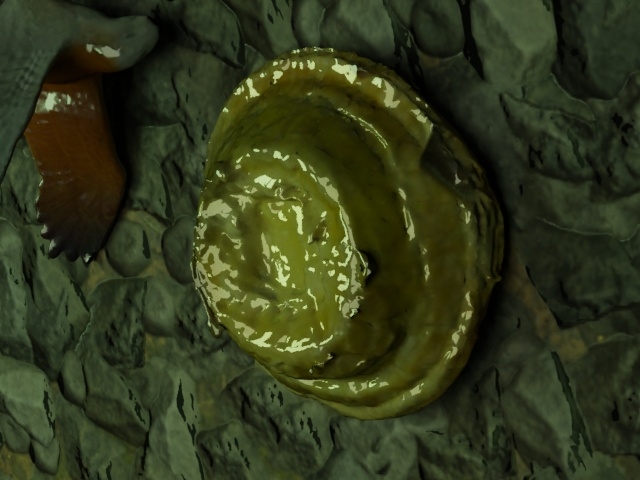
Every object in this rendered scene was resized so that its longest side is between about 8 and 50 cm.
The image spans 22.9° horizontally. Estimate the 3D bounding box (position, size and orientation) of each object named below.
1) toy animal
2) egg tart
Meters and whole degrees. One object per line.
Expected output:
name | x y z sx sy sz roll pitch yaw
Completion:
toy animal | -0.282 -0.156 1.365 0.284 0.225 0.302 32 96 23
egg tart | 0.000 0.000 1.183 0.290 0.115 0.290 11 108 36
